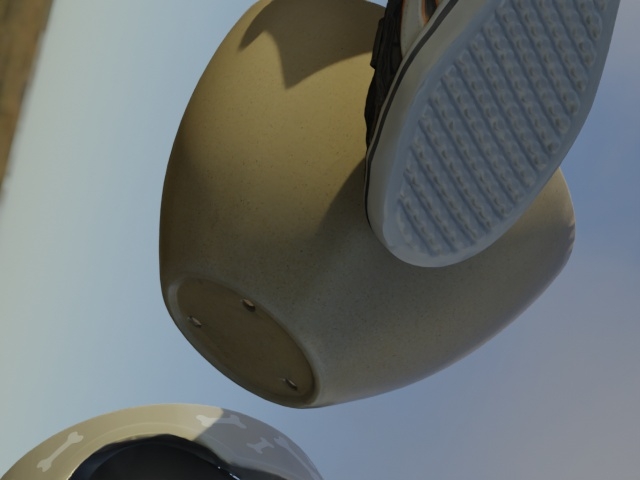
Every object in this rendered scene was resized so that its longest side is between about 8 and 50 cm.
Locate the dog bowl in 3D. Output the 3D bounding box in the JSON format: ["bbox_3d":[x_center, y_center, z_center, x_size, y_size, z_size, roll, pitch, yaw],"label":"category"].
[{"bbox_3d":[-0.134,0.280,1.540,0.102,0.349,0.349,-109,-147,-52],"label":"dog bowl"}]

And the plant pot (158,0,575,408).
[{"bbox_3d":[0.000,0.000,1.243,0.191,0.284,0.284,-50,177,-28],"label":"plant pot"}]

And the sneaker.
[{"bbox_3d":[0.100,-0.147,1.074,0.127,0.126,0.321,43,-67,53],"label":"sneaker"}]
